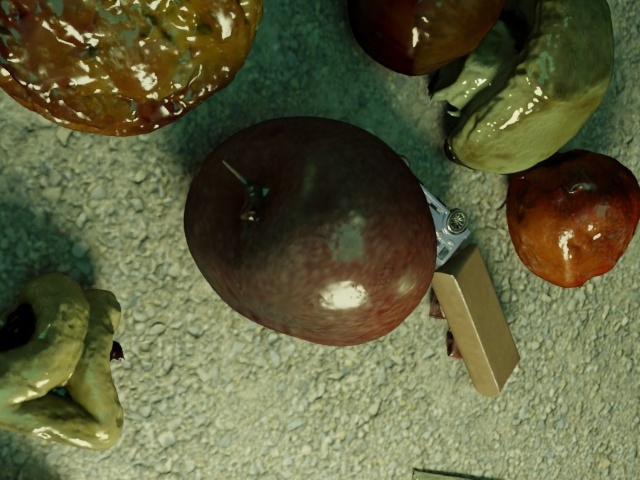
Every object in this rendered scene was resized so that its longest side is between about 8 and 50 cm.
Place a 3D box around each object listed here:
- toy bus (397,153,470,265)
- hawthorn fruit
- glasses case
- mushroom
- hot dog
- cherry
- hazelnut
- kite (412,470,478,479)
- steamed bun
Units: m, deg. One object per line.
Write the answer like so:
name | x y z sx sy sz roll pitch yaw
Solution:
toy bus | 0.101 -0.043 0.988 0.167 0.073 0.076 39 86 -29
hawthorn fruit | 0.321 -0.029 1.054 0.173 0.173 0.179 11 96 -28
glasses case | 0.196 0.096 1.082 0.102 0.070 0.194 -45 119 -42
mushroom | 0.259 -0.204 0.974 0.189 0.164 0.267 23 89 -30
hot dog | -0.216 -0.272 0.718 0.267 0.174 0.388 -34 115 1
cherry | 0.000 0.000 0.851 0.221 0.261 0.307 -59 137 -19
hazelnut | 0.122 -0.278 0.890 0.170 0.160 0.202 34 96 -29
kite | 0.163 0.415 1.164 0.250 0.012 0.229 -31 110 -16
steamed bun | -0.264 0.113 0.824 0.172 0.140 0.155 27 76 -31
